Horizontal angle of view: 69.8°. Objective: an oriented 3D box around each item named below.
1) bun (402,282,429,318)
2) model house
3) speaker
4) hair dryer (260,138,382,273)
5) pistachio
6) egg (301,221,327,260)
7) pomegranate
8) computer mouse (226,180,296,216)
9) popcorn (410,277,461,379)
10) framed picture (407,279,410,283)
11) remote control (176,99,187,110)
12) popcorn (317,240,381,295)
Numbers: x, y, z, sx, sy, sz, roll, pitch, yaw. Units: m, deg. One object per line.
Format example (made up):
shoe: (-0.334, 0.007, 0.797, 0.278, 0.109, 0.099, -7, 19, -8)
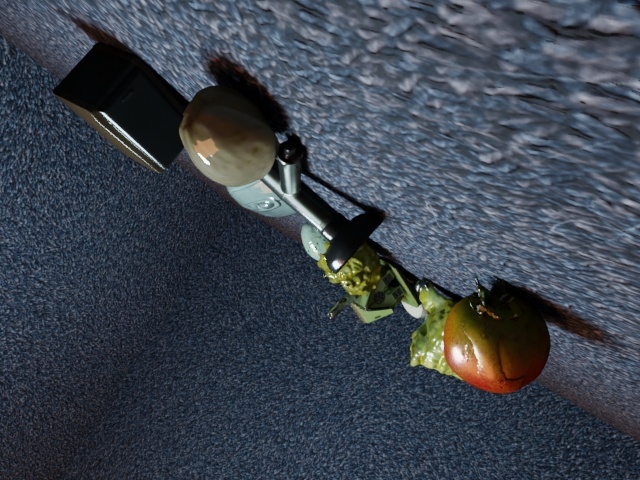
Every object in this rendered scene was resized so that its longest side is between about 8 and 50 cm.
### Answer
bun: (0.362, 0.210, 1.683, 0.138, 0.094, 0.138, 47, 152, 35)
model house: (0.165, 0.220, 1.596, 0.218, 0.279, 0.205, 54, 167, -19)
speaker: (-0.424, -0.287, 1.027, 0.193, 0.153, 0.231, 27, 167, 32)
hair dryer: (-0.029, -0.073, 0.930, 0.320, 0.155, 0.284, 41, -175, -4)
pistachio: (-0.146, -0.164, 0.757, 0.153, 0.137, 0.238, 21, 170, 1)
egg: (0.000, 0.000, 1.577, 0.164, 0.131, 0.131, 38, 173, -32)
pomegranate: (0.348, 0.193, 0.925, 0.210, 0.210, 0.235, 26, 140, 53)
computer mouse: (-0.178, -0.145, 1.348, 0.188, 0.121, 0.371, 34, 172, -34)
popcorn: (0.406, 0.306, 1.446, 0.237, 0.292, 0.293, 14, -178, -21)
framed picture: (0.206, 0.088, 1.852, 0.213, 0.016, 0.289, 34, 175, -30)
remote control: (-0.281, -0.282, 1.099, 0.153, 0.027, 0.043, 34, -179, -4)
popcorn: (0.092, 0.075, 1.438, 0.189, 0.169, 0.218, 31, 160, 32)
